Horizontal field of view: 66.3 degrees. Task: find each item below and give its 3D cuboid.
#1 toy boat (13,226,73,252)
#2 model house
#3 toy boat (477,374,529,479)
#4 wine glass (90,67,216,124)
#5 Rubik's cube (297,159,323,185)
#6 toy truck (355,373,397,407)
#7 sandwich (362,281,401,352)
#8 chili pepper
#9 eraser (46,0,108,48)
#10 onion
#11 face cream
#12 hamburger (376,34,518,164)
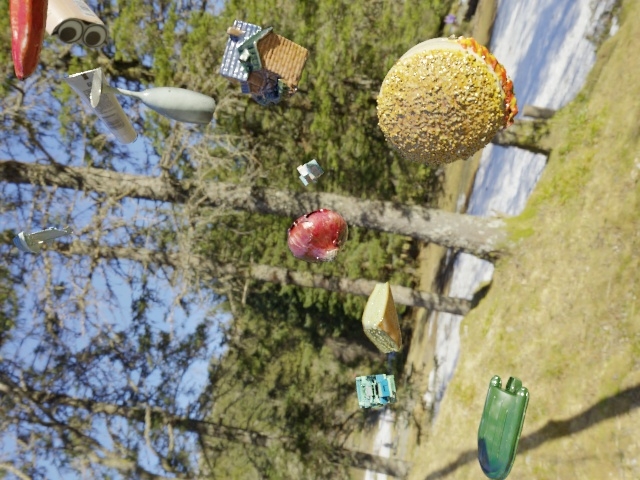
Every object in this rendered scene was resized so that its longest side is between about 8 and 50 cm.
[{"bbox_3d":[-0.769,-0.006,1.347,0.105,0.149,0.034,44,-155,-66],"label":"toy boat"},{"bbox_3d":[-0.153,-0.442,1.200,0.182,0.172,0.167,21,91,55],"label":"model house"},{"bbox_3d":[0.363,0.377,0.989,0.104,0.052,0.211,7,83,64],"label":"toy boat"},{"bbox_3d":[-0.279,-0.237,0.834,0.066,0.197,0.066,-5,83,51],"label":"wine glass"},{"bbox_3d":[-0.044,-0.245,1.791,0.073,0.084,0.075,-34,76,47],"label":"Rubik's cube"},{"bbox_3d":[0.125,0.301,0.992,0.175,0.081,0.067,113,152,-68],"label":"toy truck"},{"bbox_3d":[0.068,0.092,0.554,0.044,0.030,0.084,-14,-88,-54],"label":"sandwich"},{"bbox_3d":[-0.582,-0.400,0.968,0.064,0.088,0.169,0,-74,-44],"label":"chili pepper"},{"bbox_3d":[-0.725,-0.655,1.345,0.087,0.290,0.171,-49,-16,27],"label":"eraser"},{"bbox_3d":[0.000,0.000,1.397,0.147,0.183,0.184,-121,27,-44],"label":"onion"},{"bbox_3d":[-0.559,-0.345,1.281,0.244,0.092,0.058,77,175,-62],"label":"face cream"},{"bbox_3d":[0.269,-0.305,1.090,0.276,0.294,0.179,51,-148,-24],"label":"hamburger"}]
